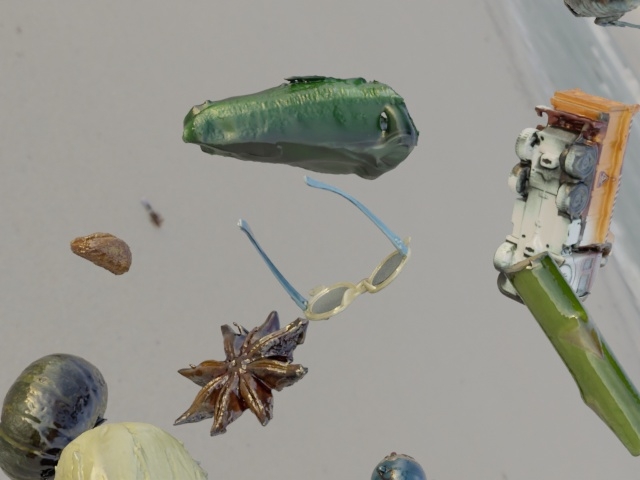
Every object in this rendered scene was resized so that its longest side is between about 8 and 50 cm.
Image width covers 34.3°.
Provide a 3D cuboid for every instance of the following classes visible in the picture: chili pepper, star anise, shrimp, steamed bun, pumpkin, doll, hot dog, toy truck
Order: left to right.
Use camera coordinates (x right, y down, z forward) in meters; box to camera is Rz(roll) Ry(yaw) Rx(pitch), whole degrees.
[{"bbox_3d":[-0.449,0.312,1.760,0.159,0.238,0.238,15,19,7],"label":"pumpkin"},{"bbox_3d":[-0.267,0.013,1.274,0.083,0.058,0.035,36,57,-49],"label":"hot dog"},{"bbox_3d":[-0.242,0.357,1.312,0.232,0.166,0.273,66,12,24],"label":"steamed bun"},{"bbox_3d":[-0.114,0.228,1.680,0.102,0.272,0.272,53,18,-35],"label":"star anise"},{"bbox_3d":[-0.019,-0.093,0.938,0.216,0.108,0.062,1,44,-17],"label":"chili pepper"},{"bbox_3d":[0.135,0.385,1.608,0.152,0.114,0.086,40,43,-31],"label":"doll"},{"bbox_3d":[0.309,-0.050,1.317,0.135,0.271,0.114,-9,25,-39],"label":"toy truck"},{"bbox_3d":[0.544,-0.470,2.002,0.372,0.137,0.172,-74,142,-71],"label":"shrimp"}]

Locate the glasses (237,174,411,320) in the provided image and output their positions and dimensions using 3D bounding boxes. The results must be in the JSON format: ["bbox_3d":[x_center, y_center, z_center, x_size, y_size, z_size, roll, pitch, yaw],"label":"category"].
[{"bbox_3d":[0.001,0.022,1.413,0.220,0.189,0.088,36,35,-41],"label":"glasses"}]

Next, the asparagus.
[{"bbox_3d":[0.210,0.089,0.820,0.041,0.045,0.178,-32,89,-44],"label":"asparagus"}]
